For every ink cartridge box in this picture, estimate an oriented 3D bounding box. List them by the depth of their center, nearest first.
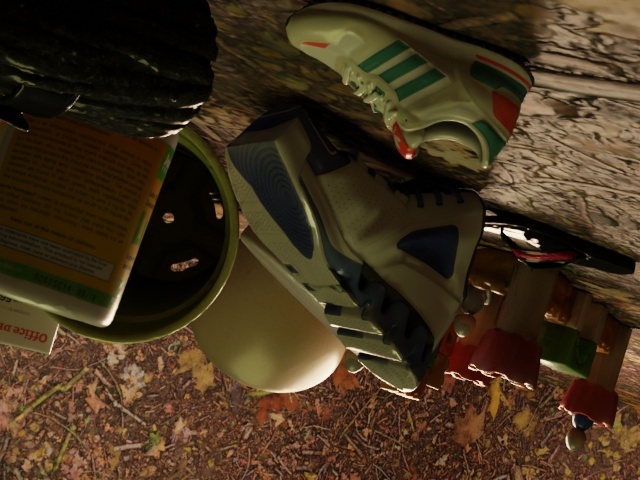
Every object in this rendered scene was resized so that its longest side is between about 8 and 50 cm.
[{"bbox_3d":[-0.407,0.036,1.379,0.086,0.203,0.148,8,170,41],"label":"ink cartridge box"}]

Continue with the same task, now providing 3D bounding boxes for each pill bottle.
[{"bbox_3d":[-0.201,-0.062,0.882,0.136,0.246,0.136,19,174,2],"label":"pill bottle"}]

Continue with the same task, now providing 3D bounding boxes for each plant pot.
[{"bbox_3d":[-0.216,-0.025,1.316,0.276,0.276,0.254,19,-175,5],"label":"plant pot"},{"bbox_3d":[-0.062,0.085,1.754,0.284,0.284,0.191,20,137,-6],"label":"plant pot"}]

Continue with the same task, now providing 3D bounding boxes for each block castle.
[{"bbox_3d":[0.238,0.152,1.492,0.303,0.213,0.453,15,172,33],"label":"block castle"}]

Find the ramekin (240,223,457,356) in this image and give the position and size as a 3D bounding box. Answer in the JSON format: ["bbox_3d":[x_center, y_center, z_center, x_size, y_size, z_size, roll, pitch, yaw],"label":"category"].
[{"bbox_3d":[0.043,0.042,1.225,0.273,0.127,0.273,43,174,6],"label":"ramekin"}]

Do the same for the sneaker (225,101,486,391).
[{"bbox_3d":[0.054,-0.023,1.030,0.127,0.182,0.315,7,137,54],"label":"sneaker"}]

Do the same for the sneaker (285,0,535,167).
[{"bbox_3d":[0.048,-0.095,0.653,0.161,0.075,0.057,19,173,4],"label":"sneaker"}]

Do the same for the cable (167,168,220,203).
[{"bbox_3d":[-0.229,-0.098,1.563,0.184,0.047,0.150,12,175,32],"label":"cable"}]

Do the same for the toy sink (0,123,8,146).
[{"bbox_3d":[-0.458,-0.144,1.429,0.234,0.131,0.153,19,173,5],"label":"toy sink"}]

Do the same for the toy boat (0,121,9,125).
[{"bbox_3d":[-0.368,-0.141,1.120,0.151,0.151,0.231,23,172,-29],"label":"toy boat"}]

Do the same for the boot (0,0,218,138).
[{"bbox_3d":[-0.253,-0.168,0.715,0.260,0.131,0.348,-3,-149,-39],"label":"boot"}]

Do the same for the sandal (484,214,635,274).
[{"bbox_3d":[0.246,0.014,1.105,0.179,0.040,0.067,20,173,-3],"label":"sandal"}]
